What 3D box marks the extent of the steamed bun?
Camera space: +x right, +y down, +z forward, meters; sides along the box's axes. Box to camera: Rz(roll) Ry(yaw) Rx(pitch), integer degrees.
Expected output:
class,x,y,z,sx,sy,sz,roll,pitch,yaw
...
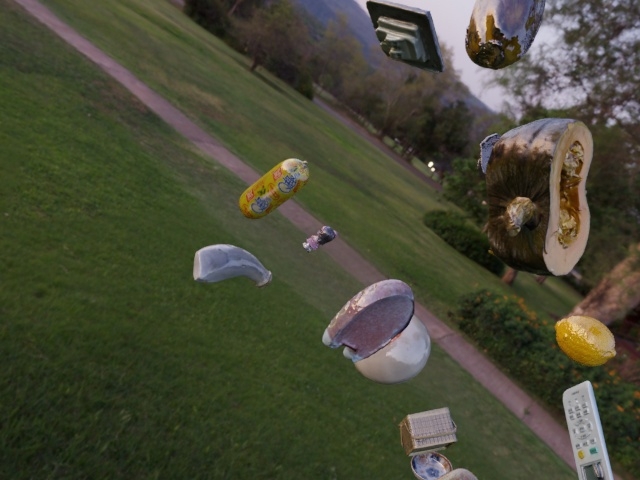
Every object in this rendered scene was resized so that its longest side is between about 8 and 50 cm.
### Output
class,x,y,z,sx,sy,sz,roll,pitch,yaw
steamed bun,0.189,0.281,1.465,0.145,0.232,0.232,64,0,-38

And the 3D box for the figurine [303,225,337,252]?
class,x,y,z,sx,sy,sz,roll,pitch,yaw
figurine,0.000,0.000,1.911,0.072,0.129,0.054,46,10,-40

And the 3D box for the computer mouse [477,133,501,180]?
class,x,y,z,sx,sy,sz,roll,pitch,yaw
computer mouse,0.583,-0.276,1.763,0.099,0.172,0.057,9,-7,12

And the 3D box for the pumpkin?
class,x,y,z,sx,sy,sz,roll,pitch,yaw
pumpkin,0.422,-0.078,1.024,0.222,0.317,0.139,-22,29,-28

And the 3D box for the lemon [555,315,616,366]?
class,x,y,z,sx,sy,sz,roll,pitch,yaw
lemon,0.789,0.295,1.561,0.142,0.142,0.187,20,12,-40

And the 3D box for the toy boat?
class,x,y,z,sx,sy,sz,roll,pitch,yaw
toy boat,0.111,0.172,1.186,0.155,0.227,0.085,39,14,-34

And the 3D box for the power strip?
class,x,y,z,sx,sy,sz,roll,pitch,yaw
power strip,0.202,-0.506,1.321,0.213,0.064,0.198,32,-11,38

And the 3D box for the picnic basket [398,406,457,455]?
class,x,y,z,sx,sy,sz,roll,pitch,yaw
picnic basket,0.263,0.475,1.286,0.115,0.164,0.079,-8,61,-5

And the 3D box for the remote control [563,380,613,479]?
class,x,y,z,sx,sy,sz,roll,pitch,yaw
remote control,0.748,0.544,1.450,0.051,0.103,0.293,19,51,-13

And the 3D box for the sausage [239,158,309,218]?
class,x,y,z,sx,sy,sz,roll,pitch,yaw
sausage,-0.170,-0.184,1.882,0.123,0.347,0.123,35,37,-32

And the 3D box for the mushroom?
class,x,y,z,sx,sy,sz,roll,pitch,yaw
mushroom,-0.250,0.073,1.516,0.270,0.103,0.118,9,76,-44

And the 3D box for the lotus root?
class,x,y,z,sx,sy,sz,roll,pitch,yaw
lotus root,0.533,-0.654,1.496,0.196,0.397,0.179,7,-31,38

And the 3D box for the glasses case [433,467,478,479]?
class,x,y,z,sx,sy,sz,roll,pitch,yaw
glasses case,0.325,0.875,1.649,0.156,0.425,0.098,63,4,32

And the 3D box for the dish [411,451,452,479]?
class,x,y,z,sx,sy,sz,roll,pitch,yaw
dish,0.379,0.806,1.795,0.141,0.078,0.141,2,20,-1
